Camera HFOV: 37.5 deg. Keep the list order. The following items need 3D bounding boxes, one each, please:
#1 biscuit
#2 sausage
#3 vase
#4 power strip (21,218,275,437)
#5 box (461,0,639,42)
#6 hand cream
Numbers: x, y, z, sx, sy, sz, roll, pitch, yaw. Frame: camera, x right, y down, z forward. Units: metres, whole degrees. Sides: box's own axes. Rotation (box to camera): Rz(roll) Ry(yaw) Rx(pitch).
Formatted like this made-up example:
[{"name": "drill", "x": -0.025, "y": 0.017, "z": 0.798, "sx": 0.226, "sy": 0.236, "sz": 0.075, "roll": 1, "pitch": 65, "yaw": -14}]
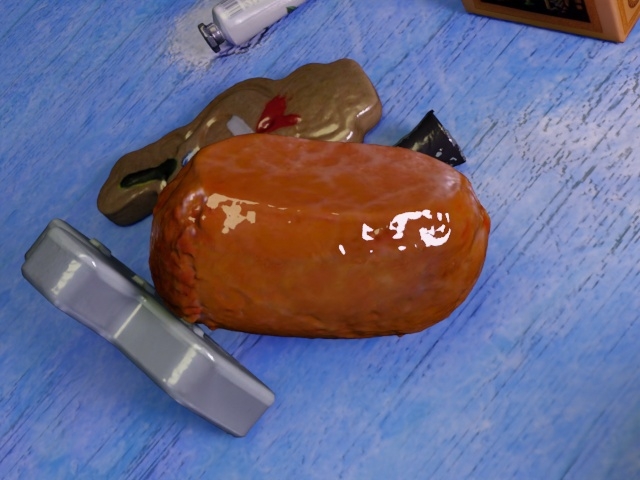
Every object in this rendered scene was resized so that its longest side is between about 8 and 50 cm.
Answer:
[{"name": "biscuit", "x": -0.090, "y": -0.087, "z": 0.962, "sx": 0.320, "sy": 0.047, "sz": 0.183, "roll": -11, "pitch": 53, "yaw": 24}, {"name": "sausage", "x": 0.000, "y": 0.001, "z": 0.750, "sx": 0.268, "sy": 0.141, "sz": 0.153, "roll": 2, "pitch": 41, "yaw": -2}, {"name": "vase", "x": 0.047, "y": -0.047, "z": 0.851, "sx": 0.167, "sy": 0.059, "sz": 0.059, "roll": -35, "pitch": 50, "yaw": 5}, {"name": "power strip", "x": -0.169, "y": 0.058, "z": 0.814, "sx": 0.265, "sy": 0.193, "sz": 0.059, "roll": 33, "pitch": 82, "yaw": 38}, {"name": "box", "x": 0.173, "y": -0.296, "z": 0.801, "sx": 0.174, "sy": 0.274, "sz": 0.076, "roll": 25, "pitch": 74, "yaw": 37}, {"name": "hand cream", "x": -0.033, "y": -0.291, "z": 1.063, "sx": 0.234, "sy": 0.050, "sz": 0.080, "roll": -34, "pitch": 50, "yaw": -1}]
